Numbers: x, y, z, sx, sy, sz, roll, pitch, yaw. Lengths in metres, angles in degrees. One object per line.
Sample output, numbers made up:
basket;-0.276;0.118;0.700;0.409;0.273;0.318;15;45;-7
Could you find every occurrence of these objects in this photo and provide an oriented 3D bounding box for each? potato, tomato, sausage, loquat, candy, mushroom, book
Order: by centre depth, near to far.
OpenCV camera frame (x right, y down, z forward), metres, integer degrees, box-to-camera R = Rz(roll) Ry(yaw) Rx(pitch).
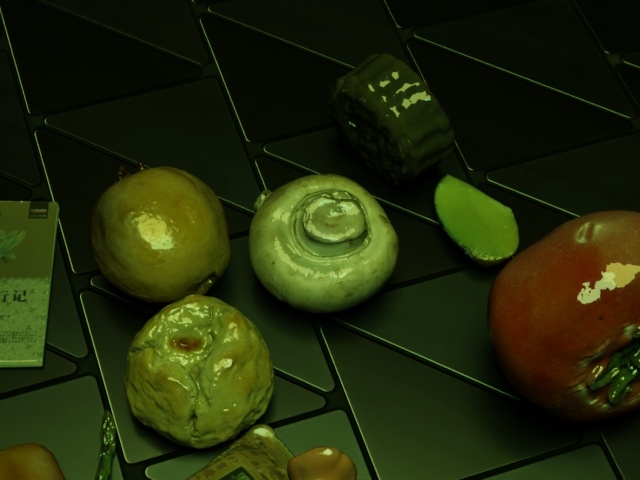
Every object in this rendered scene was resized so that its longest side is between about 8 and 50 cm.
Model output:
sausage;-0.391;0.401;1.803;0.105;0.105;0.274;-20;50;-15
candy;-0.143;0.376;1.851;0.271;0.101;0.143;-32;57;-27
tomato;0.412;0.100;1.922;0.341;0.341;0.273;-18;45;-13
loquat;-0.256;-0.006;2.041;0.238;0.193;0.238;6;63;-11
mushroom;0.000;0.000;2.056;0.255;0.184;0.255;1;71;-3
book;-0.547;0.067;2.082;0.217;0.021;0.310;-1;57;-2
potato;0.258;-0.027;2.158;0.119;0.054;0.198;-32;59;-20

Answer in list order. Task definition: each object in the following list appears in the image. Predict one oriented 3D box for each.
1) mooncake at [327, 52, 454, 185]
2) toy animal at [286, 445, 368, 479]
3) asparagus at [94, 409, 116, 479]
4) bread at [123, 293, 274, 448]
mooncake;0.116;-0.202;2.169;0.124;0.228;0.228;-38;65;-15
toy animal;-0.002;0.469;1.736;0.191;0.216;0.338;-18;48;18
asparagus;-0.332;0.360;1.892;0.034;0.027;0.236;14;57;-6
bread;-0.184;0.191;1.948;0.244;0.134;0.244;-1;56;1
